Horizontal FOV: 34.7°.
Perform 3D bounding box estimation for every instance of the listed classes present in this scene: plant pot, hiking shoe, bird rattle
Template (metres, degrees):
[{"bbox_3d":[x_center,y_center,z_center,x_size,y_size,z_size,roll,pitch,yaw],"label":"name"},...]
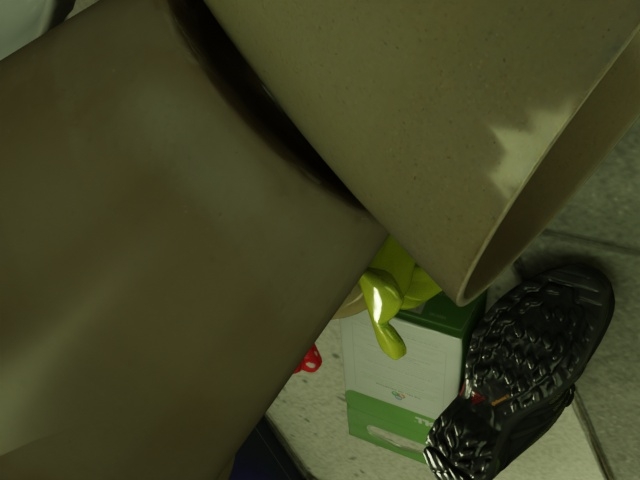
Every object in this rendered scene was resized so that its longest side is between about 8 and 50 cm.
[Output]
[{"bbox_3d":[0.043,-0.153,0.502,0.274,0.256,0.256,40,145,13],"label":"plant pot"},{"bbox_3d":[0.166,0.103,0.829,0.086,0.114,0.227,41,121,20],"label":"hiking shoe"},{"bbox_3d":[0.000,0.000,0.774,0.253,0.143,0.207,-15,89,45],"label":"bird rattle"},{"bbox_3d":[-0.115,-0.002,0.615,0.323,0.323,0.280,42,112,-16],"label":"plant pot"}]

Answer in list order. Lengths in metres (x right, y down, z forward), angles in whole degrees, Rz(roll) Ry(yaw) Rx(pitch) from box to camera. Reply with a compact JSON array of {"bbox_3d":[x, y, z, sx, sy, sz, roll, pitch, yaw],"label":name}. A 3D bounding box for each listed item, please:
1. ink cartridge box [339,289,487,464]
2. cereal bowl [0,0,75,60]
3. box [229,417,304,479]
[{"bbox_3d":[0.080,0.111,0.903,0.109,0.062,0.209,17,141,19],"label":"ink cartridge box"},{"bbox_3d":[-0.282,-0.262,0.635,0.339,0.141,0.339,15,141,13],"label":"cereal bowl"},{"bbox_3d":[-0.121,0.292,1.147,0.103,0.184,0.261,-2,134,31],"label":"box"}]
